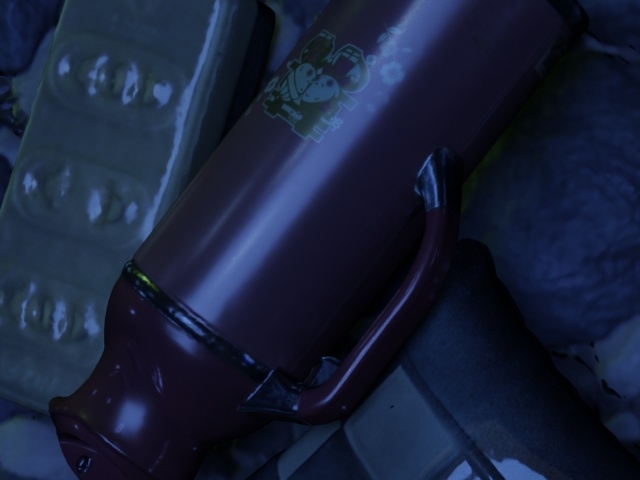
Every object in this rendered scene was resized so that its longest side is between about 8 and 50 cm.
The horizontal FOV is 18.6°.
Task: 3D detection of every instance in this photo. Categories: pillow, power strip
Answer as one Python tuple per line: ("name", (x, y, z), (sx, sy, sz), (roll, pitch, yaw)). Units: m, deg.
("pillow", (0.041, 0.146, 0.946), (0.250, 0.106, 0.186), (-44, 63, 17))
("power strip", (-0.110, -0.030, 1.051), (0.105, 0.070, 0.257), (17, 89, 23))

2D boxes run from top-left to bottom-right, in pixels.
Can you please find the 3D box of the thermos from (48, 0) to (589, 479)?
("thermos", (-0.001, -0.001, 0.958), (0.136, 0.109, 0.330), (38, 90, 9))
